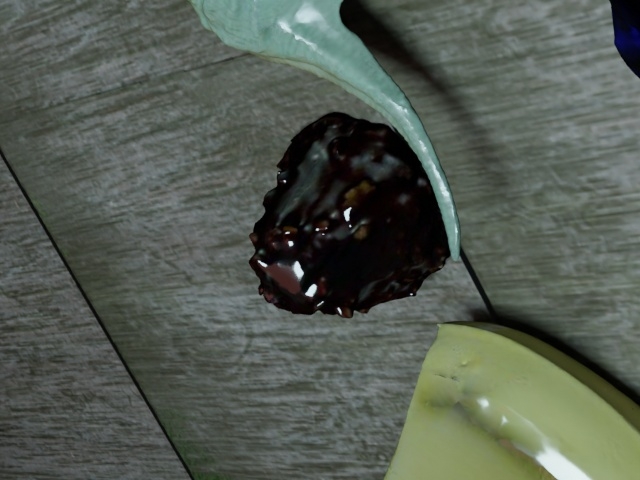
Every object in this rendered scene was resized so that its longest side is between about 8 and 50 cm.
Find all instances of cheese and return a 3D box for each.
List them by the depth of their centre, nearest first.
[{"bbox_3d":[0.183,0.217,1.176,0.316,0.128,0.259,33,140,18],"label":"cheese"}]

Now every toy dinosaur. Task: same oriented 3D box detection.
[{"bbox_3d":[-0.013,-0.161,1.060,0.393,0.092,0.205,50,145,-5],"label":"toy dinosaur"}]

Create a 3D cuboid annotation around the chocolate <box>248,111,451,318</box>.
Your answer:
[{"bbox_3d":[0.000,0.000,1.164,0.156,0.133,0.156,27,137,28],"label":"chocolate"}]

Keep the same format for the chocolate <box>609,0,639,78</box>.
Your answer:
[{"bbox_3d":[0.252,-0.085,0.839,0.343,0.126,0.148,25,180,35],"label":"chocolate"}]
